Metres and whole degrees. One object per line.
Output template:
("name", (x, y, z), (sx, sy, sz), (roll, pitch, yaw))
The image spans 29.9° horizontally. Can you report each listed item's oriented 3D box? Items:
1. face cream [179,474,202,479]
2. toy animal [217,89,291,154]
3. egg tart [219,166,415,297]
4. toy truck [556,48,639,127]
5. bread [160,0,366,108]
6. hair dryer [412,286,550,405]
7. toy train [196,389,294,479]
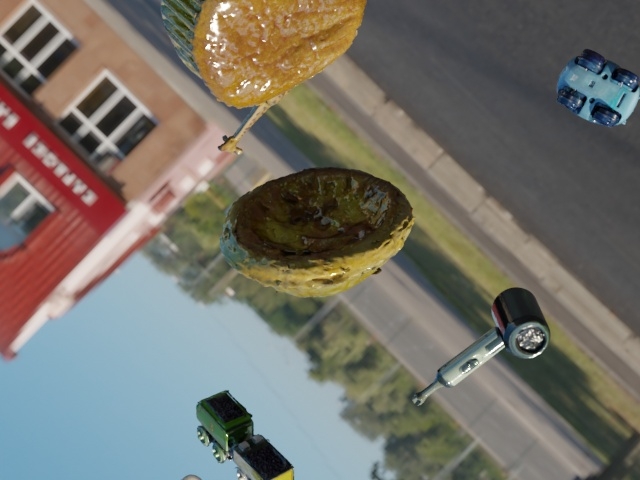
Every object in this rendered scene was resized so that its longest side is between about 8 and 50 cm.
("face cream", (-0.175, 0.303, 1.343), (0.034, 0.130, 0.034), (25, -136, -26))
("toy animal", (-0.095, -0.255, 2.093), (0.054, 0.149, 0.275), (44, 140, 6))
("egg tart", (0.000, 0.000, 1.735), (0.290, 0.290, 0.115), (41, 147, 50))
("toy truck", (0.253, -0.135, 1.099), (0.073, 0.056, 0.090), (30, -176, 9))
("bread", (-0.071, -0.298, 1.566), (0.142, 0.253, 0.227), (52, 163, 45))
("hair dryer", (0.189, 0.143, 1.455), (0.057, 0.197, 0.100), (46, -165, -14))
("toy train", (-0.106, 0.287, 1.658), (0.202, 0.060, 0.081), (38, 138, 41))
